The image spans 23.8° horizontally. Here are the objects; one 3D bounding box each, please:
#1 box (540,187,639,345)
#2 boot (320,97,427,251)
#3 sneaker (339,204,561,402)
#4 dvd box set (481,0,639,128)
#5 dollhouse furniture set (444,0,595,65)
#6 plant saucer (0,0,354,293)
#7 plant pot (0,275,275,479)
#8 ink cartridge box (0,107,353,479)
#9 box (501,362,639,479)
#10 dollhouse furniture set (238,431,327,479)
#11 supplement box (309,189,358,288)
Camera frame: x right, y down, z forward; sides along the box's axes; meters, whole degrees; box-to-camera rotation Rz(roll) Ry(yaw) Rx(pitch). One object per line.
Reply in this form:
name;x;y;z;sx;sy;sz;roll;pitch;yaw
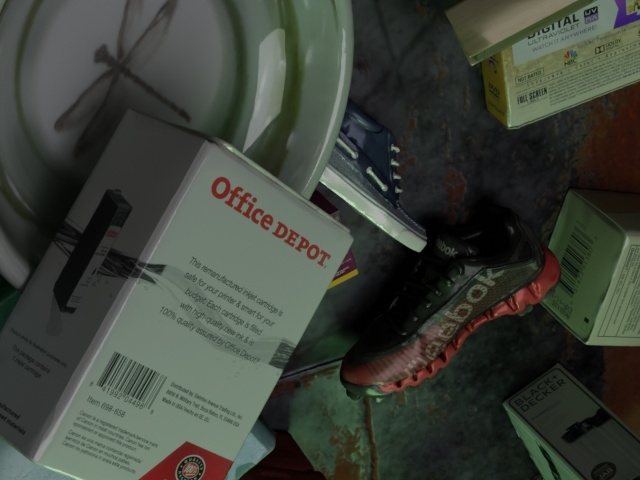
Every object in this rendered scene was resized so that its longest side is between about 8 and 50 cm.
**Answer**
box;0.418;0.036;1.743;0.311;0.121;0.148;5;114;-29
boot;0.061;-0.065;1.538;0.190;0.069;0.086;36;90;-36
sneaker;0.125;0.060;1.624;0.276;0.097;0.135;-34;127;-9
dvd box set;0.283;-0.347;1.499;0.308;0.062;0.420;-23;125;-14
dollhouse furniture set;0.166;-0.345;1.346;0.286;0.198;0.303;-27;92;7
plant saucer;-0.145;-0.131;1.247;0.400;0.101;0.400;-21;123;-37
plant pot;-0.233;0.132;1.402;0.247;0.248;0.252;-38;110;-3
ink cartridge box;-0.122;0.061;1.201;0.197;0.114;0.272;34;84;-47
box;0.340;0.284;1.740;0.087;0.290;0.169;-36;125;-7
dollhouse furniture set;0.011;0.349;1.699;0.374;0.152;0.201;16;109;-38
supplement box;0.000;0.000;1.553;0.043;0.055;0.083;-27;126;-13
